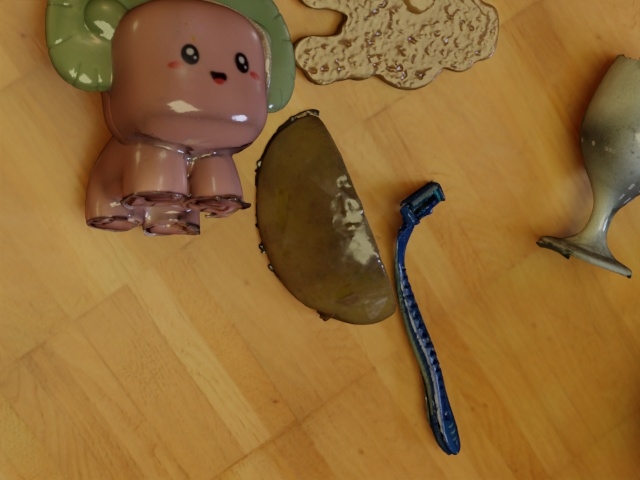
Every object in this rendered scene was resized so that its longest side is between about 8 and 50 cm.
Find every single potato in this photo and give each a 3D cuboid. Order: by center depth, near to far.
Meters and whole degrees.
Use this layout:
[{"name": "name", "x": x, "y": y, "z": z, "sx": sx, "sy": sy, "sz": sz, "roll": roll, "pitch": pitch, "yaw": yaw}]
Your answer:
[{"name": "potato", "x": 0.000, "y": -0.002, "z": 1.704, "sx": 0.120, "sy": 0.100, "sz": 0.261, "roll": -24, "pitch": 105, "yaw": -10}]

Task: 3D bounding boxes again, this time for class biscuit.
[{"name": "biscuit", "x": 0.084, "y": -0.240, "z": 1.718, "sx": 0.236, "sy": 0.040, "sz": 0.144, "roll": 1, "pitch": 106, "yaw": -17}]

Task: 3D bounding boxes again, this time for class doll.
[{"name": "doll", "x": -0.158, "y": -0.157, "z": 1.611, "sx": 0.284, "sy": 0.216, "sz": 0.268, "roll": 7, "pitch": 74, "yaw": -31}]

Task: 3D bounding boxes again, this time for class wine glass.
[{"name": "wine glass", "x": 0.345, "y": -0.086, "z": 1.768, "sx": 0.126, "sy": 0.126, "sz": 0.241, "roll": 19, "pitch": 97, "yaw": -17}]

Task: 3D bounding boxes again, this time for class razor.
[{"name": "razor", "x": 0.120, "y": 0.098, "z": 1.783, "sx": 0.056, "sy": 0.093, "sz": 0.324, "roll": 0, "pitch": 108, "yaw": 26}]
